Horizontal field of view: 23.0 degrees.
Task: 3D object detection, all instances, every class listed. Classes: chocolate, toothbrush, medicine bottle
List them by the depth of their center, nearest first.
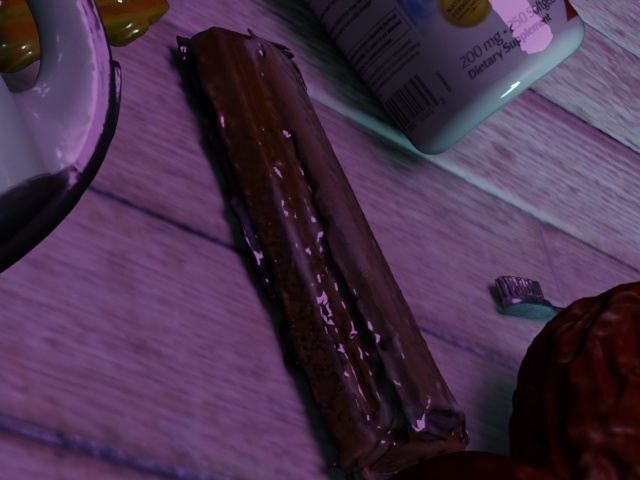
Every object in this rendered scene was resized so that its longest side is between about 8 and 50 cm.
[{"bbox_3d":[0.002,-0.004,0.975,0.102,0.065,0.329,9,50,-48],"label":"chocolate"},{"bbox_3d":[0.054,-0.218,1.168,0.289,0.157,0.157,53,31,1],"label":"medicine bottle"},{"bbox_3d":[0.239,0.059,1.259,0.321,0.023,0.031,12,52,-46],"label":"toothbrush"}]

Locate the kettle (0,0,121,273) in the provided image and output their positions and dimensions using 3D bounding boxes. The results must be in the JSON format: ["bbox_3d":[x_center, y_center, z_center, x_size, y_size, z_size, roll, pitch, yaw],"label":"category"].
[{"bbox_3d":[-0.204,-0.083,0.666,0.221,0.161,0.236,-36,89,-29],"label":"kettle"}]

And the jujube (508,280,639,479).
[{"bbox_3d":[0.205,0.139,0.996,0.174,0.174,0.250,32,41,-29],"label":"jujube"}]

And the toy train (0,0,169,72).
[{"bbox_3d":[-0.203,-0.260,0.807,0.369,0.231,0.163,56,32,4],"label":"toy train"}]

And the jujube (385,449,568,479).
[{"bbox_3d":[0.083,0.219,0.738,0.232,0.213,0.213,55,31,-5],"label":"jujube"}]
